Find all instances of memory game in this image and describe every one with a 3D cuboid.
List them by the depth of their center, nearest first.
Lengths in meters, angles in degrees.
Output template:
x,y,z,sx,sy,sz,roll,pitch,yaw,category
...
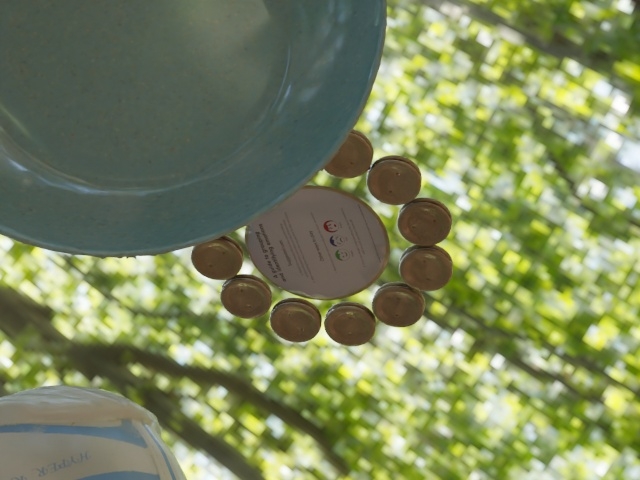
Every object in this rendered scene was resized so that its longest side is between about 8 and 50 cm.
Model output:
x,y,z,sx,sy,sz,roll,pitch,yaw,category
0.000,0.000,1.256,0.012,0.186,0.186,-80,-10,-51,memory game

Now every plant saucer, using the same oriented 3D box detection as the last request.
x,y,z,sx,sy,sz,roll,pitch,yaw,category
-0.072,-0.080,0.703,0.195,0.195,0.037,-45,-14,-15,plant saucer

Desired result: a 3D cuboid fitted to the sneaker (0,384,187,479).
x,y,z,sx,sy,sz,roll,pitch,yaw,category
-0.133,0.113,0.421,0.237,0.086,0.085,-27,-37,10,sneaker
